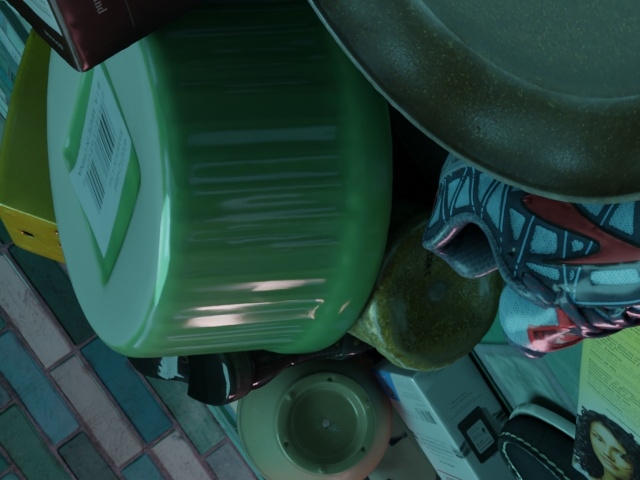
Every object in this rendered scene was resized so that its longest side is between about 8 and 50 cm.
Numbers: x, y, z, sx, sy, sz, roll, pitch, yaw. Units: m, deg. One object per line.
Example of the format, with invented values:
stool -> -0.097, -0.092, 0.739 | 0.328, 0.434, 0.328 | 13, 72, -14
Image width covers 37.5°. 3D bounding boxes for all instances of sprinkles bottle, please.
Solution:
sprinkles bottle -> 0.000, 0.000, 0.807 | 0.355, 0.121, 0.121 | 23, 145, 57

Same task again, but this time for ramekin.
ramekin -> -0.092, -0.059, 0.679 | 0.303, 0.148, 0.303 | 19, 112, 58

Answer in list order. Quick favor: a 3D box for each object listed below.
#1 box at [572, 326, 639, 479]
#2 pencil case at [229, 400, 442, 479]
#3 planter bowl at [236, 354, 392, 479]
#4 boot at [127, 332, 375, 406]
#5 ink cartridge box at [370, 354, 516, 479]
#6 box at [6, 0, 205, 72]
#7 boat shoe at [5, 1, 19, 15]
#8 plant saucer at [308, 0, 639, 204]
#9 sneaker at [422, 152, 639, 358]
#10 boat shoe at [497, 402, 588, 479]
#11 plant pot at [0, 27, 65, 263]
box -> 0.204, 0.093, 0.565 | 0.087, 0.058, 0.232 | 40, 157, 37
pencil case -> 0.026, 0.209, 1.067 | 0.410, 0.184, 0.160 | 54, -170, 1
planter bowl -> 0.000, 0.176, 0.930 | 0.162, 0.162, 0.109 | 54, 170, 2
boot -> -0.058, 0.075, 0.926 | 0.263, 0.229, 0.091 | 26, 120, 45
ink cartridge box -> 0.134, 0.181, 0.894 | 0.180, 0.060, 0.104 | 57, 163, -8
box -> -0.114, -0.238, 0.523 | 0.167, 0.203, 0.168 | 43, 159, 32
boat shoe -> -0.281, -0.264, 1.080 | 0.267, 0.096, 0.088 | 52, 158, 4
plant saucer -> 0.056, -0.157, 0.354 | 0.310, 0.050, 0.310 | 46, 159, 23
sneaker -> 0.143, 0.011, 0.429 | 0.104, 0.125, 0.262 | 33, 179, -31
boat shoe -> 0.237, 0.259, 0.727 | 0.302, 0.091, 0.114 | 45, 160, 25
plant pot -> -0.242, -0.073, 1.038 | 0.212, 0.187, 0.212 | 20, 159, -2
